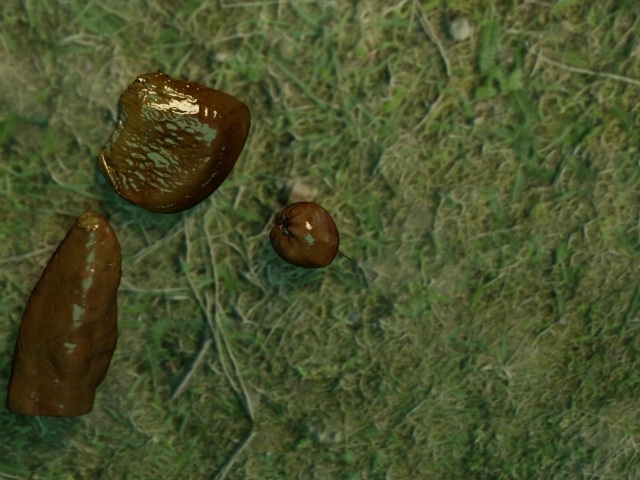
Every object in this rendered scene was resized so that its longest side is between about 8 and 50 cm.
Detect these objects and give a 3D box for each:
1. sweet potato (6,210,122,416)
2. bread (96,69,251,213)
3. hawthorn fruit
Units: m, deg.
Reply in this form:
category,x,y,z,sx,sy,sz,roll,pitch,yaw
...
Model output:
category,x,y,z,sx,sy,sz,roll,pitch,yaw
sweet potato,-0.237,0.082,1.164,0.097,0.097,0.251,11,122,-22
bread,-0.133,-0.082,1.111,0.126,0.044,0.129,19,120,-24
hawthorn fruit,0.000,0.000,1.195,0.103,0.066,0.066,19,118,-39
